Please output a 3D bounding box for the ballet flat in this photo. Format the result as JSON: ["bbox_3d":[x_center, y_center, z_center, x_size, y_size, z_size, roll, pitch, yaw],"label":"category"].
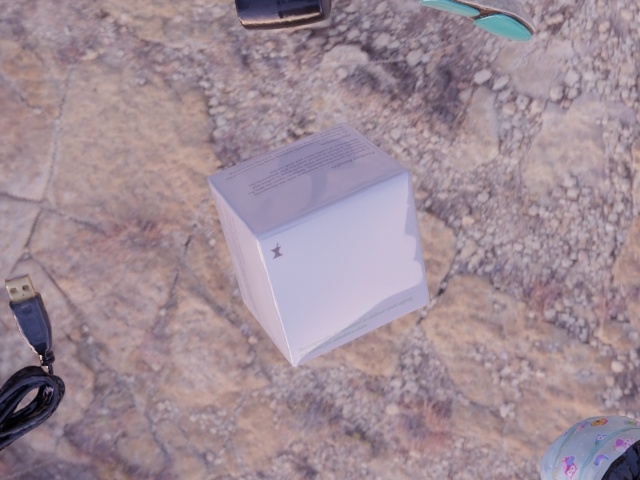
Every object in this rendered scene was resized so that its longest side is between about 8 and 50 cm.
[{"bbox_3d":[0.173,-0.260,0.993,0.057,0.168,0.052,6,86,53],"label":"ballet flat"}]

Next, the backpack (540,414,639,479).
[{"bbox_3d":[0.271,0.243,0.804,0.115,0.152,0.182,4,122,64],"label":"backpack"}]

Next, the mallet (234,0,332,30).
[{"bbox_3d":[-0.032,-0.204,0.557,0.062,0.039,0.190,1,144,8],"label":"mallet"}]

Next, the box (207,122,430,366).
[{"bbox_3d":[0.000,0.000,0.571,0.101,0.087,0.102,-23,124,-15],"label":"box"}]

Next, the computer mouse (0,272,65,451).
[{"bbox_3d":[-0.269,0.061,0.622,0.060,0.184,0.262,7,126,44],"label":"computer mouse"}]
